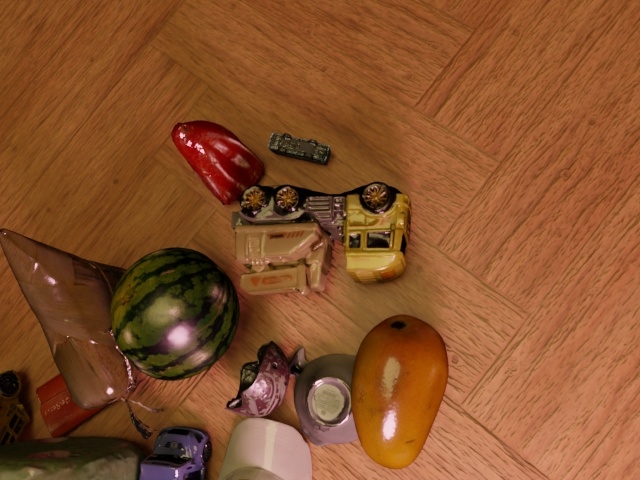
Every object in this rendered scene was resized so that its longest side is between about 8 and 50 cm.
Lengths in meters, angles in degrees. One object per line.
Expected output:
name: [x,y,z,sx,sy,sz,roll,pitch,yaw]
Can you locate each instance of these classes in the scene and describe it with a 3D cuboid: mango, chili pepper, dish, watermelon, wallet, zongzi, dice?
mango: [0.157,0.311,1.042,0.173,0.211,0.317,6,88,43]
chili pepper: [-0.246,-0.206,1.215,0.144,0.252,0.136,-14,57,17]
dish: [0.017,0.341,1.125,0.246,0.078,0.224,35,89,17]
watermelon: [-0.320,0.159,1.131,0.285,0.285,0.285,-3,78,12]
wallet: [-0.602,0.378,1.270,0.204,0.045,0.142,-33,74,4]
zongzi: [-0.533,0.221,1.101,0.181,0.418,0.447,-21,66,4]
dice: [-0.565,0.598,1.068,0.318,0.330,0.322,-2,76,12]

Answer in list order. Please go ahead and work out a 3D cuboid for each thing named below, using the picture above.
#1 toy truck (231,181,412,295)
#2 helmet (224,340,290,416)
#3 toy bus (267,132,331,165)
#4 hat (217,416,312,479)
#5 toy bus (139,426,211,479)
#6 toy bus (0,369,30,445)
toy truck: [0.000,0.000,1.148,0.405,0.180,0.254,-1,76,13]
helmet: [-0.121,0.317,1.127,0.107,0.153,0.177,36,120,-8]
toy bus: [-0.051,-0.226,1.268,0.153,0.061,0.051,15,80,13]
hat: [-0.136,0.532,1.071,0.258,0.168,0.301,6,80,13]
toy bus: [-0.332,0.563,1.114,0.126,0.133,0.292,0,73,14]
toy bus: [-0.808,0.472,1.200,0.145,0.151,0.331,-23,31,12]
